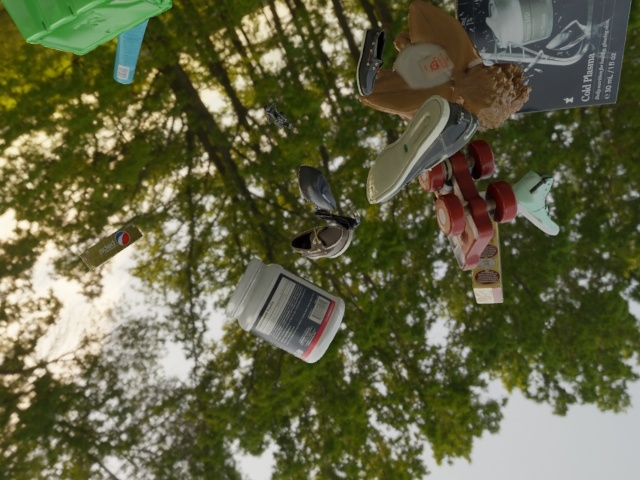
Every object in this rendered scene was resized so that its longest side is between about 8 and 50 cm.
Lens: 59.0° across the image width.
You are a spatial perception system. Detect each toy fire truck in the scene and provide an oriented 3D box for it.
[{"bbox_3d":[0.344,-0.099,1.426,0.169,0.254,0.302,-14,-115,-9],"label":"toy fire truck"}]

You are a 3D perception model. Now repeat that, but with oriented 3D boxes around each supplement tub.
[{"bbox_3d":[-0.092,0.179,1.473,0.191,0.272,0.191,-61,-176,6],"label":"supplement tub"}]

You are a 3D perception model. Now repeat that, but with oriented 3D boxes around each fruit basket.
[{"bbox_3d":[-0.525,-0.646,1.253,0.392,0.392,0.283,-19,180,23],"label":"fruit basket"}]

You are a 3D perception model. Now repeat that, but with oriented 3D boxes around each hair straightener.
[{"bbox_3d":[-0.123,-0.384,1.742,0.230,0.089,0.047,117,-3,-86],"label":"hair straightener"}]

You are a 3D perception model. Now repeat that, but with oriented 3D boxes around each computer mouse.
[{"bbox_3d":[0.023,-0.111,1.703,0.184,0.262,0.060,22,-115,27],"label":"computer mouse"}]

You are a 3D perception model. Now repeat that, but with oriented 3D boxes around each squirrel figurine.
[{"bbox_3d":[0.344,-0.398,1.518,0.281,0.397,0.370,-66,167,5],"label":"squirrel figurine"}]

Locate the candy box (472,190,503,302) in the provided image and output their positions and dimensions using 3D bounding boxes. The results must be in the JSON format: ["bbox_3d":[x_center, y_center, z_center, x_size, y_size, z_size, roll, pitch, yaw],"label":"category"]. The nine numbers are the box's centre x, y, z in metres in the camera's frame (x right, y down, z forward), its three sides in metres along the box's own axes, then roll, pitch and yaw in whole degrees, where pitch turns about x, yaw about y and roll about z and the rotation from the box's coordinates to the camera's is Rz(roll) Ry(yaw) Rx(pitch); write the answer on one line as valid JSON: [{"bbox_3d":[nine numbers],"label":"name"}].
[{"bbox_3d":[0.520,0.023,1.778,0.088,0.183,0.316,-4,-112,19],"label":"candy box"}]

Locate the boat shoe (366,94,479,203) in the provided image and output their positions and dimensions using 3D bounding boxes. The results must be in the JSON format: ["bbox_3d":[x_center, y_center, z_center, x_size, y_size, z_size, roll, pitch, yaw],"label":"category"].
[{"bbox_3d":[0.147,-0.123,0.873,0.233,0.079,0.084,-47,-137,49],"label":"boat shoe"}]

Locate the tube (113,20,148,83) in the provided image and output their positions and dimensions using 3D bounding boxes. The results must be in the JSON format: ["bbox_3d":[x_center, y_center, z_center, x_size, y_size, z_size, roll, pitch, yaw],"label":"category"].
[{"bbox_3d":[-0.535,-0.537,1.573,0.080,0.052,0.207,-12,145,-39],"label":"tube"}]

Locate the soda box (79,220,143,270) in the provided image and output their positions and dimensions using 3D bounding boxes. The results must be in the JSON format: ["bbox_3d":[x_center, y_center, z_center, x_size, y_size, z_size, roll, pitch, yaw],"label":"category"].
[{"bbox_3d":[-0.641,0.016,1.737,0.181,0.061,0.058,-41,-168,-36],"label":"soda box"}]

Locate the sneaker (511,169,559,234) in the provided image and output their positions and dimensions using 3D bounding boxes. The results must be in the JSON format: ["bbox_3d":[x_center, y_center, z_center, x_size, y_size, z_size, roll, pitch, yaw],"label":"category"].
[{"bbox_3d":[0.743,-0.126,1.870,0.151,0.256,0.094,-50,-154,15],"label":"sneaker"}]

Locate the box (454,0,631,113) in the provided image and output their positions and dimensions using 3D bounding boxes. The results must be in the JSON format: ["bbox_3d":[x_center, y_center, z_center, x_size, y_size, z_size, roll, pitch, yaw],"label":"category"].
[{"bbox_3d":[0.663,-0.671,1.753,0.472,0.479,0.297,-3,-136,16],"label":"box"}]

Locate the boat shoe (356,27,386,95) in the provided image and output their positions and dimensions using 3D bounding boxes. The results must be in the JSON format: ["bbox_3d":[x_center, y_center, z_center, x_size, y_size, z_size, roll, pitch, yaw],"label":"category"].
[{"bbox_3d":[0.103,-0.358,1.137,0.042,0.133,0.049,14,-168,29],"label":"boat shoe"}]

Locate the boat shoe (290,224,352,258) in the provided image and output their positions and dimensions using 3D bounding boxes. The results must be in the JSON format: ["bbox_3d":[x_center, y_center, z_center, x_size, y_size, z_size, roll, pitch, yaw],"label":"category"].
[{"bbox_3d":[0.000,0.000,2.084,0.324,0.097,0.116,-15,-121,59],"label":"boat shoe"}]
